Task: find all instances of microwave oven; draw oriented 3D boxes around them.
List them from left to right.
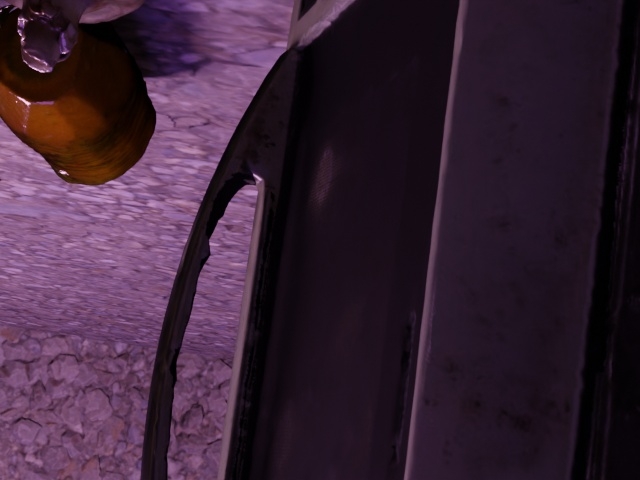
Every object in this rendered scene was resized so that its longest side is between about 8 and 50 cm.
[{"bbox_3d":[0.133,0.059,0.498,0.333,0.394,0.247,12,169,-21],"label":"microwave oven"}]

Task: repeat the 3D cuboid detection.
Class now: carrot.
[{"bbox_3d":[-0.136,-0.079,0.804,0.082,0.082,0.173,6,168,7],"label":"carrot"}]

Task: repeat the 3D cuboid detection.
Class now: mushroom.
[{"bbox_3d":[-0.114,-0.111,0.627,0.085,0.079,0.085,7,170,1],"label":"mushroom"}]
